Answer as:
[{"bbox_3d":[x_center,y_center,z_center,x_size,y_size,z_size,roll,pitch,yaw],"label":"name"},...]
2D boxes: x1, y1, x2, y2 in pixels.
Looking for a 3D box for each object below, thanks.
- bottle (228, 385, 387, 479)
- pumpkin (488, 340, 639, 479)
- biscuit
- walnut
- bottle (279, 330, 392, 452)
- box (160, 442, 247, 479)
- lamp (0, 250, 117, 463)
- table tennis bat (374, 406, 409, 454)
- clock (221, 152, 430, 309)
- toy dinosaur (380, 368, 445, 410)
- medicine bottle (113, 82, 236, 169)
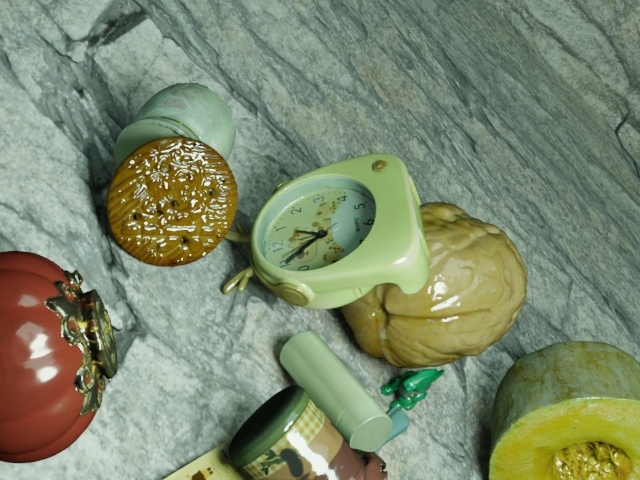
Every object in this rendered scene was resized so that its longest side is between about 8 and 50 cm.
[{"bbox_3d":[0.018,0.319,1.395,0.271,0.143,0.156,48,-7,-7],"label":"bottle"},{"bbox_3d":[0.444,0.320,1.806,0.332,0.332,0.199,41,29,-17],"label":"pumpkin"},{"bbox_3d":[-0.201,-0.051,1.499,0.187,0.188,0.027,32,2,-29],"label":"biscuit"},{"bbox_3d":[0.180,0.073,1.755,0.313,0.277,0.252,-22,87,-54],"label":"walnut"},{"bbox_3d":[0.020,0.212,1.531,0.072,0.072,0.201,17,20,-42],"label":"bottle"},{"bbox_3d":[-0.149,0.310,1.351,0.149,0.020,0.073,-19,76,-56],"label":"box"},{"bbox_3d":[-0.326,0.123,1.150,0.226,0.227,0.227,32,38,-29],"label":"lamp"},{"bbox_3d":[0.049,0.307,1.551,0.244,0.040,0.153,-30,93,-46],"label":"table tennis bat"},{"bbox_3d":[0.000,0.000,1.614,0.096,0.307,0.235,64,15,-47],"label":"clock"},{"bbox_3d":[0.156,0.229,1.738,0.132,0.096,0.059,-13,70,-52],"label":"toy dinosaur"},{"bbox_3d":[-0.210,-0.140,1.588,0.147,0.147,0.143,44,36,-13],"label":"medicine bottle"}]
